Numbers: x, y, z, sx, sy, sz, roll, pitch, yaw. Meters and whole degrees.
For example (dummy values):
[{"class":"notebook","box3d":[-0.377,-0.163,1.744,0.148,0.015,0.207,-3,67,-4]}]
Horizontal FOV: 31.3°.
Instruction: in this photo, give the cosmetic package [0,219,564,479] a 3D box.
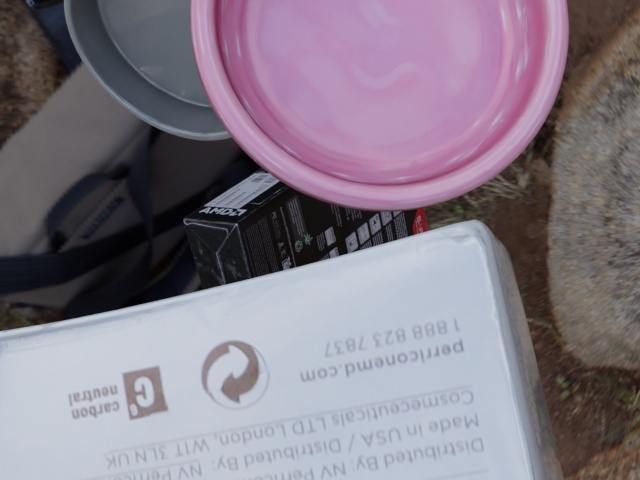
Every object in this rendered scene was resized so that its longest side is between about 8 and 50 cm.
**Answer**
[{"class":"cosmetic package","box3d":[0.001,0.187,0.791,0.329,0.393,0.328,-13,85,10]}]

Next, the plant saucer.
[{"class":"plant saucer","box3d":[0.050,-0.187,1.012,0.332,0.084,0.332,1,84,-9]}]

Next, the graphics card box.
[{"class":"graphics card box","box3d":[0.000,0.000,1.450,0.094,0.371,0.233,6,120,35]}]

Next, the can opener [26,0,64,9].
[{"class":"can opener","box3d":[-0.330,-0.353,1.568,0.073,0.186,0.059,43,123,13]}]

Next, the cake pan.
[{"class":"cake pan","box3d":[-0.184,-0.256,1.441,0.293,0.054,0.293,18,140,16]}]
